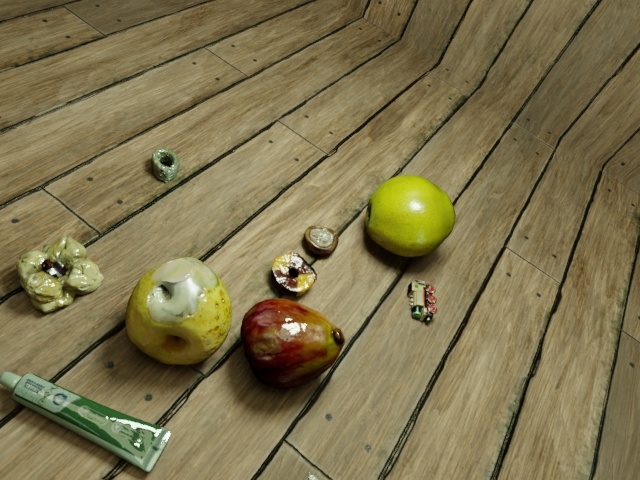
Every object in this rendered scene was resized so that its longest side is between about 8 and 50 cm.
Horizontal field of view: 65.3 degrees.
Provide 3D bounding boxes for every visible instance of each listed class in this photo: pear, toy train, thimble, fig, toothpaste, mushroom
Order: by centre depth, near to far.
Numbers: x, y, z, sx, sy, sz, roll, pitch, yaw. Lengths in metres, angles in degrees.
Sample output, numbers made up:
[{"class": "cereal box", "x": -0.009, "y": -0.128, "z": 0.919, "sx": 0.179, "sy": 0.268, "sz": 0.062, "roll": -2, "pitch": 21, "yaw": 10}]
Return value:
[{"class": "toothpaste", "x": -0.525, "y": 0.383, "z": 1.101, "sx": 0.392, "sy": 0.061, "sz": 0.098, "roll": 27, "pitch": 47, "yaw": -2}, {"class": "pear", "x": -0.344, "y": 0.170, "z": 1.241, "sx": 0.271, "sy": 0.271, "sz": 0.271, "roll": 11, "pitch": 49, "yaw": -13}, {"class": "fig", "x": -0.080, "y": 0.263, "z": 1.275, "sx": 0.263, "sy": 0.224, "sz": 0.224, "roll": 20, "pitch": 48, "yaw": -10}, {"class": "toy train", "x": 0.323, "y": 0.193, "z": 1.592, "sx": 0.087, "sy": 0.050, "sz": 0.137, "roll": 12, "pitch": 50, "yaw": -6}, {"class": "thimble", "x": -0.505, "y": -0.244, "z": 1.624, "sx": 0.085, "sy": 0.062, "sz": 0.110, "roll": -4, "pitch": 53, "yaw": -23}, {"class": "mushroom", "x": 0.000, "y": 0.000, "z": 1.624, "sx": 0.123, "sy": 0.052, "sz": 0.123, "roll": 13, "pitch": 41, "yaw": -11}, {"class": "pear", "x": 0.290, "y": -0.081, "z": 1.656, "sx": 0.294, "sy": 0.294, "sz": 0.294, "roll": 11, "pitch": 49, "yaw": -13}]

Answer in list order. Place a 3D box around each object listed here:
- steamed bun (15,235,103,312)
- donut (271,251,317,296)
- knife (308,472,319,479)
[{"class": "steamed bun", "x": -0.668, "y": 0.069, "z": 1.272, "sx": 0.178, "sy": 0.106, "sz": 0.192, "roll": -24, "pitch": 62, "yaw": -36}, {"class": "donut", "x": -0.083, "y": 0.106, "z": 1.499, "sx": 0.141, "sy": 0.059, "sz": 0.140, "roll": 11, "pitch": 50, "yaw": -13}, {"class": "knife", "x": 0.025, "y": 0.664, "z": 1.106, "sx": 0.047, "sy": 0.017, "sz": 0.297, "roll": -8, "pitch": 56, "yaw": -19}]
